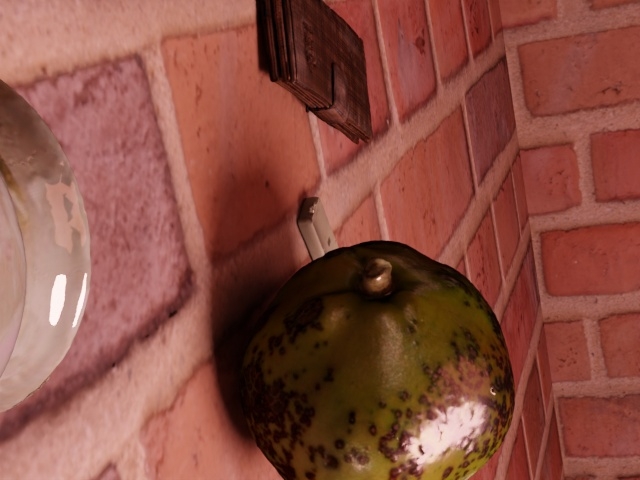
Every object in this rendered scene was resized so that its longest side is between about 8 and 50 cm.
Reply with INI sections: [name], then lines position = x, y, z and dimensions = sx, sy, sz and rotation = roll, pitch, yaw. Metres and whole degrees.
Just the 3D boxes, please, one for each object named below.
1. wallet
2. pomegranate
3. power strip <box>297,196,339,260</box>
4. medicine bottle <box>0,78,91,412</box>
[wallet]
position = 0.000, -0.178, 1.022
dimensions = 0.230, 0.042, 0.124
rotation = 27, 56, -69
[pomegranate]
position = 0.026, 0.124, 0.840
dimensions = 0.204, 0.276, 0.222
rotation = 44, 50, -2
[power strip]
position = 0.000, 0.000, 1.005
dimensions = 0.040, 0.016, 0.090
rotation = -74, 151, -47
[medicine bottle]
position = -0.164, 0.010, 0.323
dimensions = 0.143, 0.147, 0.147
rotation = -36, 118, -73
